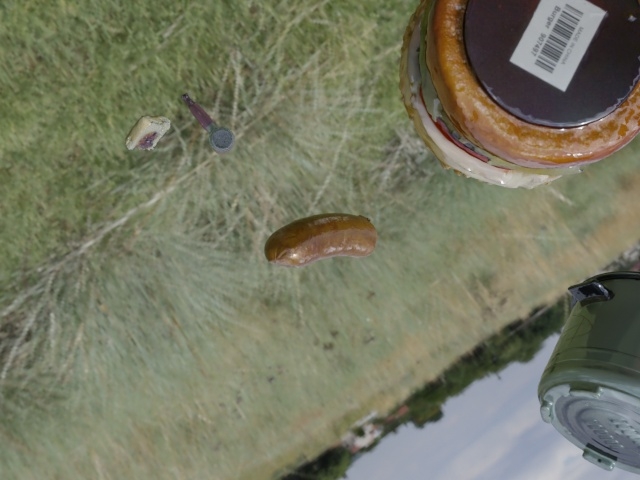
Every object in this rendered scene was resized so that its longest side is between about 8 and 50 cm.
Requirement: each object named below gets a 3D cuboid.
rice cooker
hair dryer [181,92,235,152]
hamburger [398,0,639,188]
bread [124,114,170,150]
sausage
[{"bbox_3d":[0.421,0.166,1.065,0.227,0.280,0.241,-55,-168,-28],"label":"rice cooker"},{"bbox_3d":[-0.243,-0.253,1.747,0.054,0.154,0.106,-37,-173,-8],"label":"hair dryer"},{"bbox_3d":[0.272,-0.237,1.086,0.330,0.330,0.250,-34,176,-8],"label":"hamburger"},{"bbox_3d":[-0.305,-0.191,1.441,0.070,0.035,0.083,-47,169,14],"label":"bread"},{"bbox_3d":[0.001,0.000,1.687,0.270,0.109,0.109,-12,154,-42],"label":"sausage"}]
